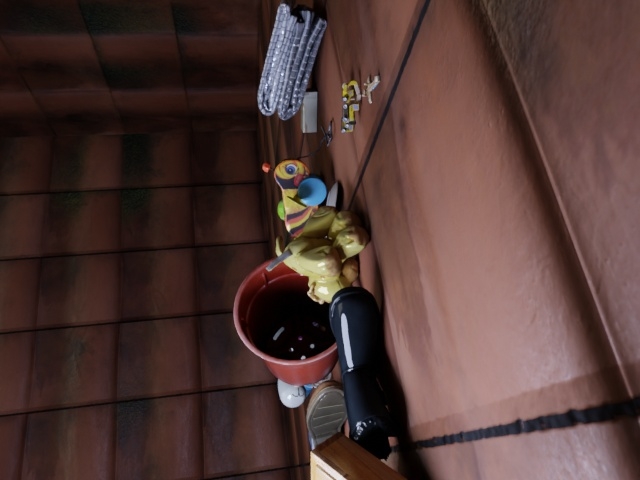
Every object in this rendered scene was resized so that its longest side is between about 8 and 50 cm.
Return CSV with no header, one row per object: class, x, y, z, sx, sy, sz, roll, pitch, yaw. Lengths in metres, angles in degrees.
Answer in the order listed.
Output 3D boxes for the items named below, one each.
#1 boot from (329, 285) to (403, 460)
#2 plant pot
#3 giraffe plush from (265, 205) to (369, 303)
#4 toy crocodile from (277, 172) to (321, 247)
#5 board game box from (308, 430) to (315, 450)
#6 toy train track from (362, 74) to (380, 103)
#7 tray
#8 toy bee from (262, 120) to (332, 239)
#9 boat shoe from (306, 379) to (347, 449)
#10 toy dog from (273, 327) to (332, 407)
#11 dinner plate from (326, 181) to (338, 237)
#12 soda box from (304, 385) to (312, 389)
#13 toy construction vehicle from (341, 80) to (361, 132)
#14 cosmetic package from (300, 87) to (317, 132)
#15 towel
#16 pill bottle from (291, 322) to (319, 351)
boot,0.079,0.231,0.868,0.207,0.094,0.247,-104,8,-59
plant pot,-0.053,0.217,1.217,0.265,0.272,0.272,86,174,-56
giraffe plush,0.017,0.056,1.034,0.170,0.210,0.181,58,-176,-35
toy crocodile,-0.037,-0.024,1.422,0.115,0.105,0.341,1,102,45
board game box,-0.030,0.746,1.908,0.090,0.020,0.090,-145,51,-77
toy train track,0.085,-0.269,0.873,0.083,0.014,0.048,175,91,-79
tray,0.075,0.539,0.807,0.202,0.076,0.411,20,119,43
toy bee,-0.067,-0.141,1.255,0.195,0.162,0.298,130,144,-80
boat shoe,0.008,0.451,1.316,0.104,0.110,0.307,-107,17,-49
toy dog,-0.107,0.286,1.423,0.333,0.220,0.161,42,128,27
dinner plate,0.022,-0.072,1.205,0.141,0.017,0.141,-171,90,-88
soda box,-0.077,0.567,1.965,0.210,0.067,0.071,107,157,-63
toy construction vehicle,0.060,-0.262,0.987,0.086,0.035,0.098,-89,0,-77
cosmetic package,-0.034,-0.370,1.424,0.060,0.041,0.115,-112,21,-62
towel,-0.080,-0.482,1.321,0.235,0.121,0.284,-96,23,-61
pill bottle,-0.057,0.275,1.622,0.108,0.108,0.194,-110,18,-57
